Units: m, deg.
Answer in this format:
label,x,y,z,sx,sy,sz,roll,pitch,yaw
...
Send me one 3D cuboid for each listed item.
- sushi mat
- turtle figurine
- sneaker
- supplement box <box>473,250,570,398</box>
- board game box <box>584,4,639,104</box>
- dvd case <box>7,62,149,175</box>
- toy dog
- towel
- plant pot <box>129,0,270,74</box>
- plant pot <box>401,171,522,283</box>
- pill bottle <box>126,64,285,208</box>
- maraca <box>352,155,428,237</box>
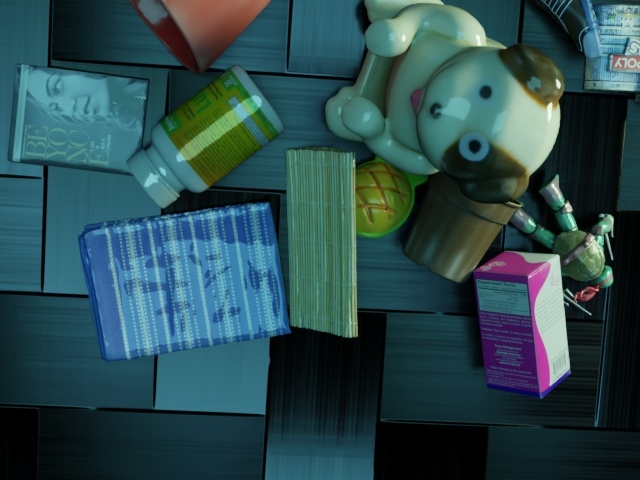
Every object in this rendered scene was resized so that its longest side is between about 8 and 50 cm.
label,x,y,z,sx,sy,sz,roll,pitch,yaw
sushi mat,0.000,0.000,1.818,0.019,0.151,0.317,-9,101,-46
turtle figurine,0.439,0.011,1.856,0.175,0.118,0.234,-41,92,2
sneaker,0.403,-0.407,1.811,0.090,0.081,0.232,-20,87,21
supplement box,0.345,0.140,1.827,0.113,0.111,0.220,6,111,39
board game box,0.560,-0.305,1.849,0.194,0.060,0.194,1,96,-5
dvd case,-0.409,-0.202,1.810,0.221,0.018,0.165,7,97,-5
toy dog,0.213,-0.200,1.648,0.395,0.408,0.285,25,102,-17
towel,-0.233,0.071,1.847,0.335,0.040,0.243,-9,98,-3
plant pot,-0.181,-0.442,1.691,0.243,0.275,0.275,-39,98,-9
plant pot,0.228,-0.027,1.814,0.167,0.167,0.165,26,102,-7
pill bottle,-0.193,-0.166,1.770,0.245,0.136,0.136,-37,98,1
maraca,0.105,-0.086,1.826,0.127,0.099,0.186,36,70,5
